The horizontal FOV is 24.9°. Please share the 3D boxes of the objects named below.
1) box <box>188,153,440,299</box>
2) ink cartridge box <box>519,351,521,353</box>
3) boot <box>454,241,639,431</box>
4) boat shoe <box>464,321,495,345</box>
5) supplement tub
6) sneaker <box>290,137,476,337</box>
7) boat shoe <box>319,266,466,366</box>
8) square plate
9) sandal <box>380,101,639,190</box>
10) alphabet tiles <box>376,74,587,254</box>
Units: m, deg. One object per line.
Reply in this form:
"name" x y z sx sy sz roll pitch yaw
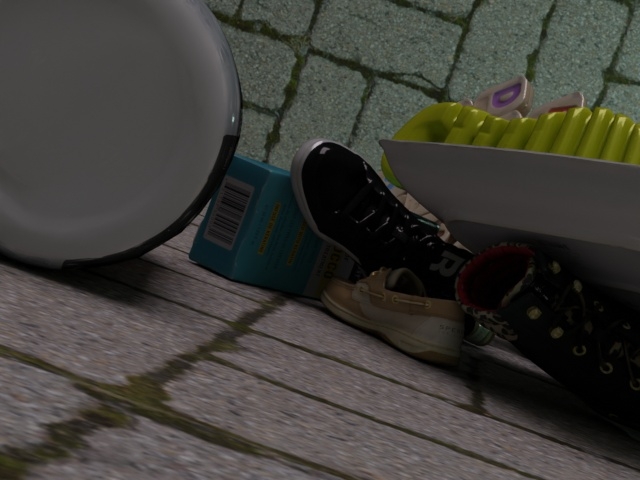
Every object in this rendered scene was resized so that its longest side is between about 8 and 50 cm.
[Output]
"box" 0.000 0.000 1.300 0.060 0.100 0.244 25 7 41
"ink cartridge box" 0.350 0.046 1.504 0.278 0.201 0.117 18 -32 -23
"boot" 0.217 0.080 1.054 0.179 0.085 0.236 35 -11 -27
"boat shoe" 0.108 0.058 1.389 0.135 0.050 0.045 22 -1 41
"supplement tub" -0.158 -0.094 1.025 0.207 0.207 0.338 19 3 -5
"sneaker" 0.073 -0.002 1.223 0.121 0.079 0.217 11 -32 48
"boat shoe" 0.062 0.051 1.172 0.063 0.059 0.170 17 4 -37
"square plate" 0.251 0.036 1.124 0.344 0.049 0.347 35 -14 -35
"sandal" 0.205 -0.042 1.299 0.317 0.126 0.138 19 -24 49
"alphabet tiles" 0.147 -0.055 1.515 0.278 0.284 0.021 -20 -52 33
